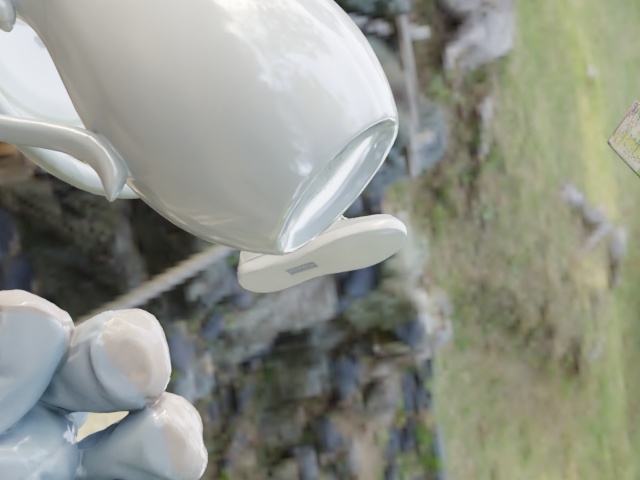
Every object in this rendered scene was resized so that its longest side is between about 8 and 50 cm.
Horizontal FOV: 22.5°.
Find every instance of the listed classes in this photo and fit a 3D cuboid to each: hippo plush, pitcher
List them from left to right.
[{"bbox_3d":[-0.235,0.183,1.323,0.294,0.234,0.236,-60,-167,-10],"label":"hippo plush"},{"bbox_3d":[-0.085,-0.073,0.734,0.207,0.178,0.125,41,-23,14],"label":"pitcher"}]

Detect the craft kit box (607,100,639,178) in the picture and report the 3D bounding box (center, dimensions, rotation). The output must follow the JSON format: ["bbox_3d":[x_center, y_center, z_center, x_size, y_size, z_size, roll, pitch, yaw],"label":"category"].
[{"bbox_3d":[0.382,-0.023,1.406,0.061,0.247,0.250,-60,-175,12],"label":"craft kit box"}]

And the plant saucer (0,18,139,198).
[{"bbox_3d":[-0.244,-0.221,1.482,0.400,0.100,0.400,30,51,-47],"label":"plant saucer"}]

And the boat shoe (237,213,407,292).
[{"bbox_3d":[0.000,0.000,1.623,0.066,0.184,0.063,37,40,-47],"label":"boat shoe"}]
